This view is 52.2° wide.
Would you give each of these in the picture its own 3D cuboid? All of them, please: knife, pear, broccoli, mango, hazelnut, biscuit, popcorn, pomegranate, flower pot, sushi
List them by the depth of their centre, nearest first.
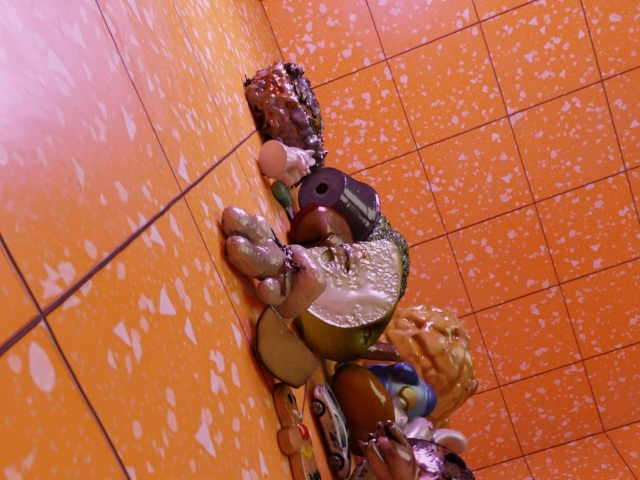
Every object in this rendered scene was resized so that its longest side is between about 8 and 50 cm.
[{"bbox_3d":[-0.032,0.361,1.133,0.158,0.035,0.240,52,20,-74],"label":"biscuit"},{"bbox_3d":[0.170,0.492,1.298,0.285,0.284,0.341,-96,168,-61],"label":"pomegranate"},{"bbox_3d":[0.092,0.379,1.456,0.120,0.151,0.221,-36,130,-53],"label":"mango"},{"bbox_3d":[0.064,0.155,1.528,0.176,0.286,0.282,91,-11,-48],"label":"pear"},{"bbox_3d":[-0.003,0.001,1.810,0.181,0.180,0.212,-23,92,-54],"label":"hazelnut"},{"bbox_3d":[-0.088,-0.092,1.899,0.260,0.034,0.063,61,10,-60],"label":"knife"},{"bbox_3d":[0.034,-0.114,1.971,0.166,0.269,0.269,54,17,-47],"label":"flower pot"},{"bbox_3d":[0.279,0.392,1.985,0.344,0.353,0.390,-110,-165,-46],"label":"popcorn"},{"bbox_3d":[-0.086,-0.369,2.041,0.417,0.175,0.418,-18,90,-81],"label":"sushi"},{"bbox_3d":[0.147,0.080,2.170,0.413,0.321,0.310,51,3,-12],"label":"broccoli"}]

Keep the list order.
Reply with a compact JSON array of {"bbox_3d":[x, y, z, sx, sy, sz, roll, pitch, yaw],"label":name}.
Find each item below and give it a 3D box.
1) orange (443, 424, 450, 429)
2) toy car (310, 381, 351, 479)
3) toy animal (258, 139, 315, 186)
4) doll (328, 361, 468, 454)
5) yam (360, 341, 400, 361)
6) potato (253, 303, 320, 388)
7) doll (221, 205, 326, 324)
[{"bbox_3d":[0.342,0.690,2.244,0.240,0.240,0.240,-20,90,-82],"label":"orange"},{"bbox_3d":[0.030,0.401,1.381,0.095,0.056,0.205,18,52,-82],"label":"toy car"},{"bbox_3d":[-0.062,-0.203,1.797,0.130,0.104,0.220,30,14,28],"label":"toy animal"},{"bbox_3d":[0.194,0.443,1.652,0.376,0.187,0.366,-5,68,-61],"label":"doll"},{"bbox_3d":[0.090,0.265,1.616,0.057,0.241,0.057,-167,-90,-68],"label":"yam"},{"bbox_3d":[-0.087,0.185,1.150,0.149,0.081,0.120,51,-18,-16],"label":"potato"},{"bbox_3d":[-0.084,0.043,1.240,0.278,0.149,0.175,42,59,-48],"label":"doll"}]
